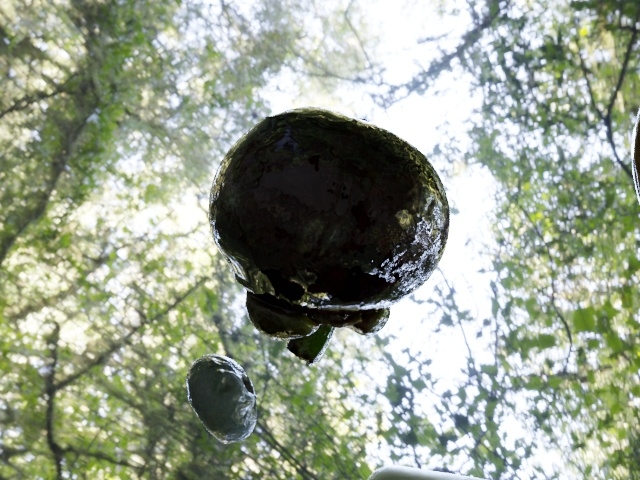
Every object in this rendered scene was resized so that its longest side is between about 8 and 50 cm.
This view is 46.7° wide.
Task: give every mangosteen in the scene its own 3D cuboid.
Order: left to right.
[{"bbox_3d":[-0.002,-0.011,0.666,0.216,0.216,0.216,-14,-129,18],"label":"mangosteen"}]

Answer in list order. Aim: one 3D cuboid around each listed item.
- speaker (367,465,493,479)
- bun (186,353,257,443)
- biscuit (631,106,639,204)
[{"bbox_3d":[0.066,0.361,0.561,0.184,0.183,0.406,6,-151,27],"label":"speaker"},{"bbox_3d":[-0.081,0.132,0.636,0.045,0.083,0.083,-28,-132,7],"label":"bun"},{"bbox_3d":[0.215,-0.001,0.274,0.184,0.035,0.249,-35,-94,31],"label":"biscuit"}]
